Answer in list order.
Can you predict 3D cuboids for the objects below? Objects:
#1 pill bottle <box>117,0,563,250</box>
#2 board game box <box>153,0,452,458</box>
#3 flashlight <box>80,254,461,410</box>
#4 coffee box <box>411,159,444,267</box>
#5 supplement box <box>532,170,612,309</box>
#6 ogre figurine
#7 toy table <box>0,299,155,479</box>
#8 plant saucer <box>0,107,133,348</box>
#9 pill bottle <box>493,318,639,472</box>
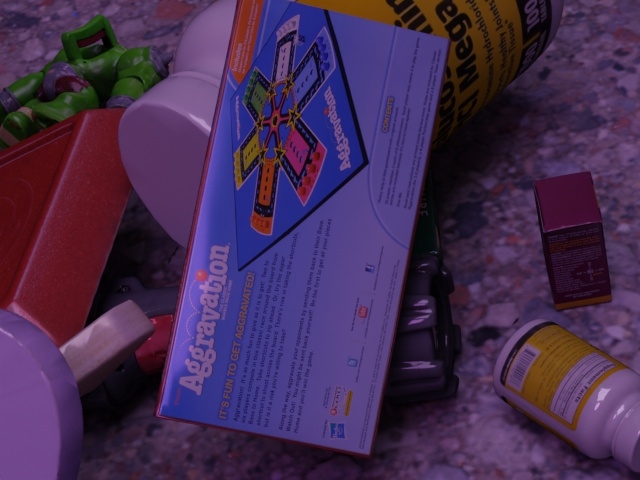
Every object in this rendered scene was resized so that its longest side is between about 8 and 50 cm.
[{"bbox_3d":[0.016,-0.129,1.326,0.188,0.188,0.334,24,51,34],"label":"pill bottle"},{"bbox_3d":[-0.011,-0.010,1.172,0.145,0.027,0.281,12,85,-11],"label":"board game box"},{"bbox_3d":[-0.057,0.075,1.271,0.304,0.103,0.103,-8,17,14],"label":"flashlight"},{"bbox_3d":[0.000,0.000,1.362,0.184,0.040,0.113,-11,41,6],"label":"coffee box"},{"bbox_3d":[0.179,0.000,1.280,0.043,0.083,0.055,-10,45,6],"label":"supplement box"},{"bbox_3d":[-0.200,-0.121,1.497,0.118,0.097,0.197,-47,15,-30],"label":"ogre figurine"},{"bbox_3d":[-0.222,0.137,1.137,0.274,0.252,0.161,-30,-2,26],"label":"toy table"},{"bbox_3d":[-0.257,0.018,1.338,0.258,0.048,0.259,-22,37,32],"label":"plant saucer"},{"bbox_3d":[0.176,0.104,1.190,0.065,0.065,0.116,-38,49,-22],"label":"pill bottle"}]
